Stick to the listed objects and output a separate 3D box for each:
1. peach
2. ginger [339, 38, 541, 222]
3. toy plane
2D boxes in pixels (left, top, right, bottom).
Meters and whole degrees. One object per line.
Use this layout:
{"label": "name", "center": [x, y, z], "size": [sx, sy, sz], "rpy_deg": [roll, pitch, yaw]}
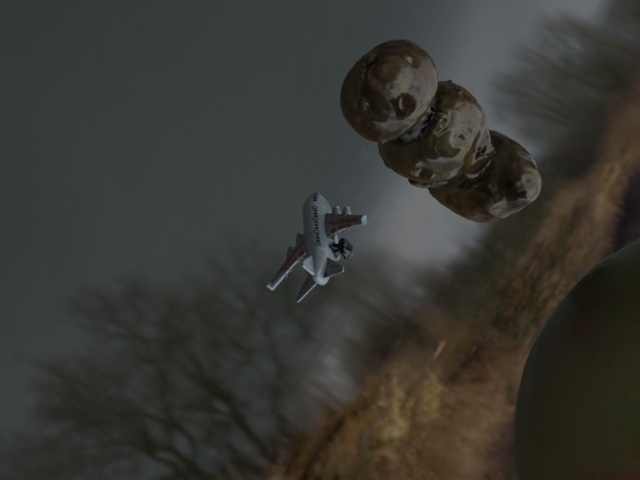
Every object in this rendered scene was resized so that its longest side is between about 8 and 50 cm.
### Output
{"label": "peach", "center": [0.247, 0.118, 0.577], "size": [0.292, 0.292, 0.247], "rpy_deg": [94, 2, -59]}
{"label": "ginger", "center": [0.089, -0.080, 0.783], "size": [0.204, 0.104, 0.080], "rpy_deg": [34, 79, -39]}
{"label": "toy plane", "center": [0.000, 0.000, 1.308], "size": [0.162, 0.065, 0.171], "rpy_deg": [-35, -155, 27]}
